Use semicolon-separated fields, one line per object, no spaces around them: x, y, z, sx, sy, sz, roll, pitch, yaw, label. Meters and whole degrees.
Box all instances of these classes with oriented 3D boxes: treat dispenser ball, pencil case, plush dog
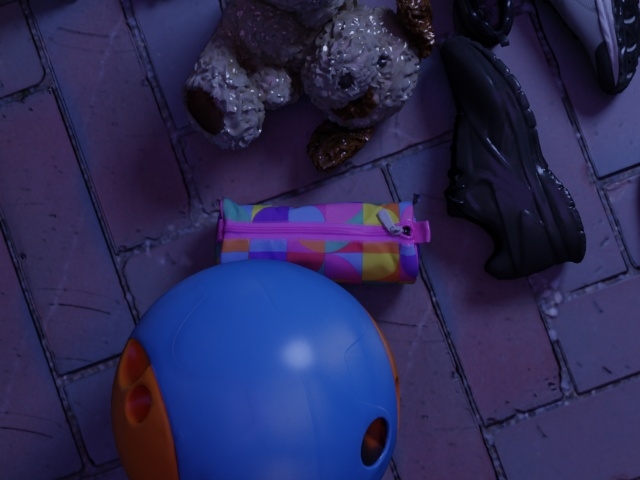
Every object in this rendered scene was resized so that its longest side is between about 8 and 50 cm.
-0.063;0.163;0.938;0.288;0.288;0.288;0;87;2;treat dispenser ball
0.000;0.000;1.040;0.236;0.104;0.104;-1;87;2;pencil case
0.002;-0.209;1.031;0.225;0.211;0.262;29;117;-11;plush dog

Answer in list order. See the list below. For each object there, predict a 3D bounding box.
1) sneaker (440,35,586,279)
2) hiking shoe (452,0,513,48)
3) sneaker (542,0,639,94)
0.186;-0.088;1.039;0.130;0.109;0.286;-24;85;7;sneaker
0.173;-0.322;1.022;0.086;0.114;0.227;-20;104;-4;hiking shoe
0.285;-0.291;1.058;0.108;0.100;0.272;-19;95;35;sneaker
